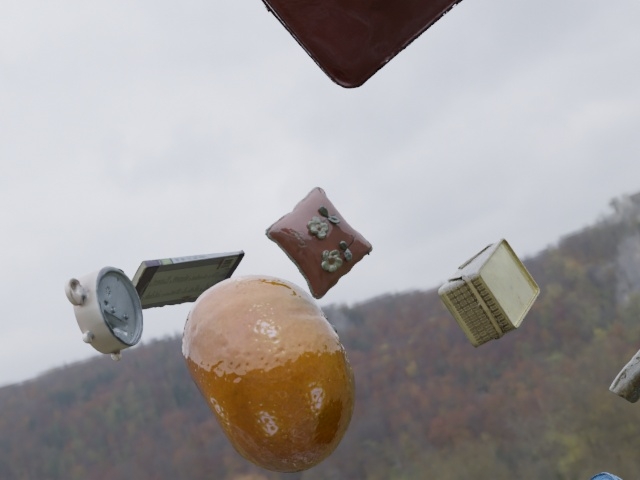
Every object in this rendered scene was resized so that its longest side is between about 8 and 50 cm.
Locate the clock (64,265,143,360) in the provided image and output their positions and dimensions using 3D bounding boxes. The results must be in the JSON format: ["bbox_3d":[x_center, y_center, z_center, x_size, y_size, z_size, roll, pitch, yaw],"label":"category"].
[{"bbox_3d":[-0.377,0.126,2.037,0.063,0.155,0.229,-21,-35,18],"label":"clock"}]

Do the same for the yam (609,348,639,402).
[{"bbox_3d":[0.527,0.126,1.666,0.274,0.061,0.061,-52,-14,2],"label":"yam"}]

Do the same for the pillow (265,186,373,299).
[{"bbox_3d":[0.000,0.000,2.266,0.171,0.179,0.075,-43,7,-28],"label":"pillow"}]

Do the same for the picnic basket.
[{"bbox_3d":[0.263,0.081,1.761,0.079,0.115,0.164,-31,3,33],"label":"picnic basket"}]

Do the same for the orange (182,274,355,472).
[{"bbox_3d":[-0.054,0.149,1.306,0.171,0.240,0.240,-29,-8,-12],"label":"orange"}]

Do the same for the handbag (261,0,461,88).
[{"bbox_3d":[0.061,-0.399,1.733,0.275,0.260,0.084,-43,9,0],"label":"handbag"}]

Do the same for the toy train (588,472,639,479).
[{"bbox_3d":[0.388,0.466,1.427,0.188,0.265,0.300,22,-66,-18],"label":"toy train"}]

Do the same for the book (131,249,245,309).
[{"bbox_3d":[-0.277,0.080,2.264,0.231,0.026,0.157,-7,-36,-38],"label":"book"}]
